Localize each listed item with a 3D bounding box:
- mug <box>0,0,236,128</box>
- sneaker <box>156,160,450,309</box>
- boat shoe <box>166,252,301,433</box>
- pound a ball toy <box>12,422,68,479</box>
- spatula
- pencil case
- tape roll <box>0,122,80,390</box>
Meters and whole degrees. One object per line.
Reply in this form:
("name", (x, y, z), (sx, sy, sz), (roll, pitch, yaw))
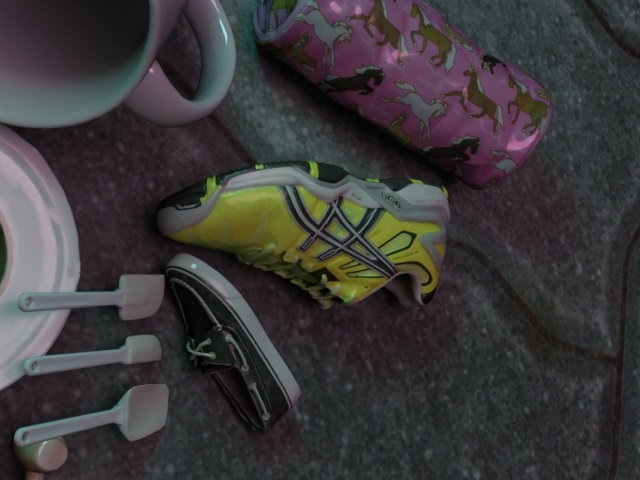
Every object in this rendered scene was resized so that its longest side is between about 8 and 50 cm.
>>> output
("mug", (-0.212, -0.274, 1.046), (0.374, 0.276, 0.328), (51, 32, -26))
("sneaker", (0.000, 0.000, 1.224), (0.384, 0.145, 0.147), (3, 79, -32))
("boat shoe", (-0.104, 0.113, 1.171), (0.070, 0.077, 0.219), (-46, 108, -33))
("pound a ball toy", (-0.328, 0.314, 0.945), (0.208, 0.135, 0.319), (11, 76, -32))
("spatula", (-0.213, 0.118, 1.052), (0.242, 0.019, 0.168), (1, 92, -67))
("pencil case", (0.107, -0.217, 1.332), (0.386, 0.167, 0.160), (32, 32, -26))
("tape roll", (-0.372, 0.016, 0.994), (0.286, 0.100, 0.286), (7, 78, -33))
